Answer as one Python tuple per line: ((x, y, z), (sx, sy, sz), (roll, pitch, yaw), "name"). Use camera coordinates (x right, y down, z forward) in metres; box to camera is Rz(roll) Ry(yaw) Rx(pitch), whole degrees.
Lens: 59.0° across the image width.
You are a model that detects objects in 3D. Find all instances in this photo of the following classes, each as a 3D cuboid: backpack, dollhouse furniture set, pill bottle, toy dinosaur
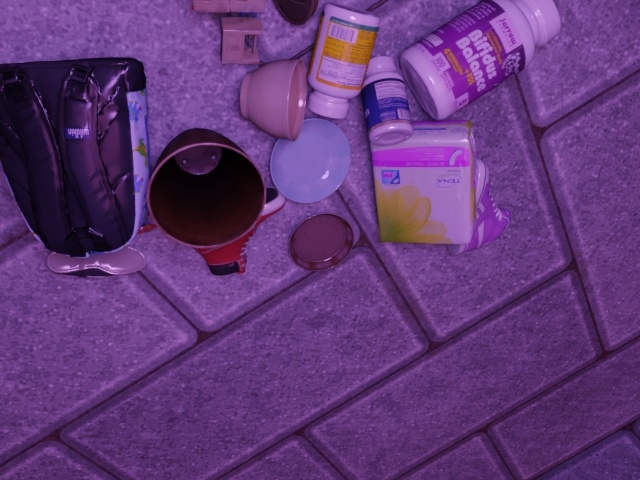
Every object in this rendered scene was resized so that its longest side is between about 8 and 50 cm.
((-0.441, -0.144, 1.062), (0.290, 0.273, 0.355), (-7, 102, -5), "backpack")
((-0.178, -0.441, 1.047), (0.129, 0.129, 0.183), (-5, 152, -14), "dollhouse furniture set")
((0.334, -0.399, 1.185), (0.302, 0.169, 0.169), (-32, 125, 4), "pill bottle")
((-0.389, -0.023, 1.254), (0.082, 0.090, 0.047), (6, 141, 15), "toy dinosaur")
((0.135, -0.293, 1.188), (0.094, 0.169, 0.094), (-8, 168, -2), "pill bottle")
((0.039, -0.360, 1.146), (0.118, 0.117, 0.208), (5, 119, -20), "pill bottle")

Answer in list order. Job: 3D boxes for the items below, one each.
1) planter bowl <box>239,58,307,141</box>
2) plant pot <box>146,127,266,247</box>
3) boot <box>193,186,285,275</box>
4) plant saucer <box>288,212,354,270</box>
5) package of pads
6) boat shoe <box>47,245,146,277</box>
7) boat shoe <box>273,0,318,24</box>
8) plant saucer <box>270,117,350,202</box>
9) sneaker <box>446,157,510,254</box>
((-0.097, -0.286, 1.139), (0.109, 0.162, 0.162), (8, 122, 8), "planter bowl")
((-0.237, -0.135, 1.130), (0.216, 0.230, 0.215), (-9, 123, -13), "plant pot")
((-0.172, -0.013, 1.320), (0.244, 0.088, 0.176), (-24, 127, 6), "boot")
((0.000, 0.000, 1.413), (0.169, 0.029, 0.168), (-9, 123, -13), "plant saucer")
((0.245, -0.130, 1.313), (0.229, 0.101, 0.296), (3, 127, 17), "package of pads")
((-0.502, 0.048, 1.278), (0.206, 0.075, 0.065), (-1, 164, -23), "boat shoe")
((-0.037, -0.544, 1.008), (0.104, 0.111, 0.307), (-55, 156, -31), "boat shoe")
((-0.027, -0.181, 1.274), (0.195, 0.037, 0.194), (-11, 117, -22), "plant saucer")
((0.416, -0.098, 1.450), (0.161, 0.102, 0.282), (-12, 134, -15), "sneaker")
